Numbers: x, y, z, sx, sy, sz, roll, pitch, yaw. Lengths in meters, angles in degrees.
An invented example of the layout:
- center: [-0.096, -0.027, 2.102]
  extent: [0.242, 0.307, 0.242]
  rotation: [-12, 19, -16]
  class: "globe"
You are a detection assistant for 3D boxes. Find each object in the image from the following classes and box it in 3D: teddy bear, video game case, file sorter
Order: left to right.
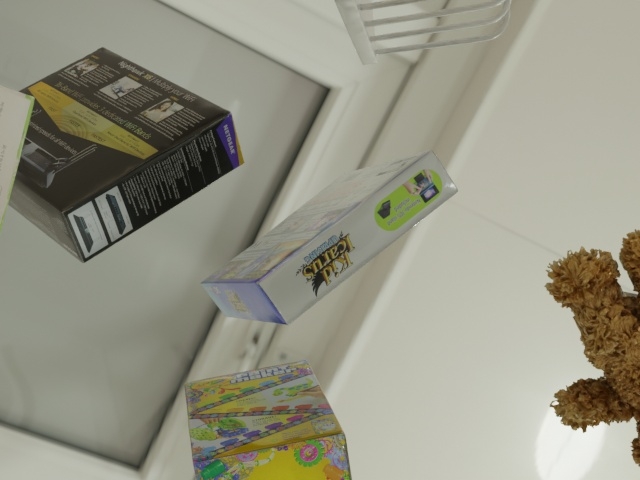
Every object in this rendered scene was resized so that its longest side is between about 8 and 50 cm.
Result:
- center: [0.000, 0.000, 1.210]
  extent: [0.244, 0.061, 0.269]
  rotation: [-37, -171, -16]
  class: "video game case"
- center: [0.102, -0.310, 1.044]
  extent: [0.278, 0.173, 0.193]
  rotation: [16, 67, -82]
  class: "file sorter"
- center: [0.385, 0.141, 1.190]
  extent: [0.113, 0.245, 0.338]
  rotation: [-84, 167, -72]
  class: "teddy bear"

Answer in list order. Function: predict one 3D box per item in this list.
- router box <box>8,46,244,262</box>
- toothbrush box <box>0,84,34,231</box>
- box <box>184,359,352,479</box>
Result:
- center: [-0.286, -0.120, 1.313]
  extent: [0.243, 0.081, 0.309]
  rotation: [-34, -137, -25]
  class: "router box"
- center: [-0.318, 0.036, 0.734]
  extent: [0.283, 0.122, 0.206]
  rotation: [-51, -152, 40]
  class: "toothbrush box"
- center: [-0.058, 0.340, 1.310]
  extent: [0.279, 0.177, 0.290]
  rotation: [-131, -148, -76]
  class: "box"
